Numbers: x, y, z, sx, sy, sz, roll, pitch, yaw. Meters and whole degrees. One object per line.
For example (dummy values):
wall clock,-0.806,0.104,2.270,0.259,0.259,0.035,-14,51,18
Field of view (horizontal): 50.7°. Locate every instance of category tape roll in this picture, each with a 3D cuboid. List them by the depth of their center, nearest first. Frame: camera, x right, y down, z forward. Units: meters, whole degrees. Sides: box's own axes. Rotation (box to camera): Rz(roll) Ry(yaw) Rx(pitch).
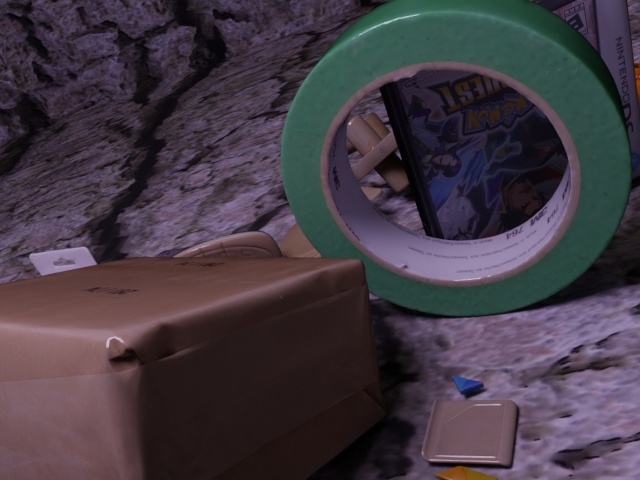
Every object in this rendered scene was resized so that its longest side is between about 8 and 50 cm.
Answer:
tape roll,0.123,-0.071,0.654,0.322,0.321,0.077,-9,32,25

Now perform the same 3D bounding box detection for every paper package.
paper package,-0.152,0.115,0.590,0.325,0.168,0.310,-2,7,34

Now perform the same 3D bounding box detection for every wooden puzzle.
wooden puzzle,0.127,0.163,0.572,0.079,0.014,0.116,1,36,30

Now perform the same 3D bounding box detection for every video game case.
video game case,0.223,-0.121,0.746,0.275,0.248,0.035,-25,30,-4

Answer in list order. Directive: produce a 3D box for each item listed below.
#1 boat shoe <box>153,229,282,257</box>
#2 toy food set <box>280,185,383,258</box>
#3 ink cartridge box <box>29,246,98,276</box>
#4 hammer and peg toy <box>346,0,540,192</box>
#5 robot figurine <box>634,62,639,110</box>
boat shoe,-0.188,0.053,0.903,0.285,0.102,0.092,-28,30,6
toy food set,0.000,0.000,0.936,0.192,0.038,0.132,-45,28,-17
ink cartridge box,-0.285,0.100,0.803,0.104,0.180,0.060,-7,31,28
hammer and peg toy,0.146,-0.178,0.971,0.266,0.127,0.361,-44,3,-41
robot figurine,0.369,-0.168,0.899,0.291,0.085,0.211,-18,26,9
